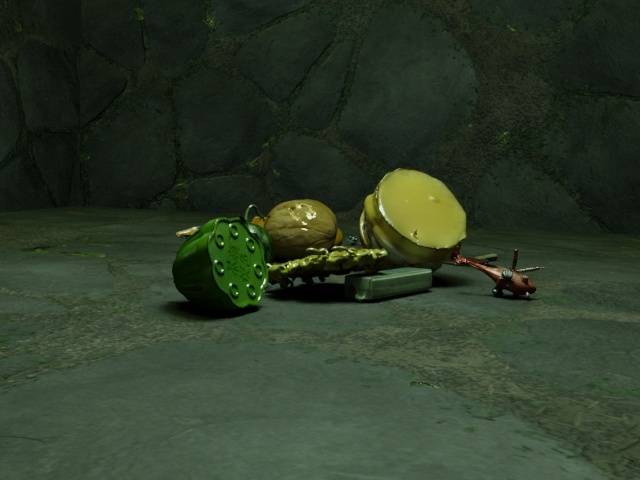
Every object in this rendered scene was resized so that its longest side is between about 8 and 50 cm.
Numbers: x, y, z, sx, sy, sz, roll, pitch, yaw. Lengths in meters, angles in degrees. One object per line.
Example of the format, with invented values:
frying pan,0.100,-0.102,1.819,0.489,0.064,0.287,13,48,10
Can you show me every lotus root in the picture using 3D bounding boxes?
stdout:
lotus root,-0.216,0.058,1.287,0.186,0.186,0.186,2,6,0

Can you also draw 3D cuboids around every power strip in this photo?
power strip,0.156,0.093,1.496,0.078,0.052,0.272,3,5,42

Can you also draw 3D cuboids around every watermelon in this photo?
watermelon,-0.172,0.011,1.518,0.140,0.187,0.141,2,-4,0

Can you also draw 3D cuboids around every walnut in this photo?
walnut,-0.062,-0.028,1.988,0.221,0.195,0.195,-4,5,9

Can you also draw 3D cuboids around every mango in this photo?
mango,0.003,0.000,2.191,0.115,0.090,0.178,-6,3,36

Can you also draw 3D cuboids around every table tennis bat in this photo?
table tennis bat,0.478,0.060,2.126,0.234,0.022,0.131,-5,8,-42

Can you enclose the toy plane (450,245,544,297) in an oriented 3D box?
toy plane,0.394,0.067,1.522,0.194,0.126,0.077,37,37,-6

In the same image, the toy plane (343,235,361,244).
toy plane,0.122,0.001,2.510,0.078,0.031,0.083,20,13,14

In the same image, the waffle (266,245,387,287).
waffle,0.013,0.059,1.485,0.280,0.060,0.262,-9,-10,-14

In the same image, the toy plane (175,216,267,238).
toy plane,-0.304,-0.006,2.129,0.316,0.103,0.204,-10,10,-35

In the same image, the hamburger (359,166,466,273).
hamburger,0.218,-0.018,1.736,0.276,0.276,0.237,0,-37,-24
